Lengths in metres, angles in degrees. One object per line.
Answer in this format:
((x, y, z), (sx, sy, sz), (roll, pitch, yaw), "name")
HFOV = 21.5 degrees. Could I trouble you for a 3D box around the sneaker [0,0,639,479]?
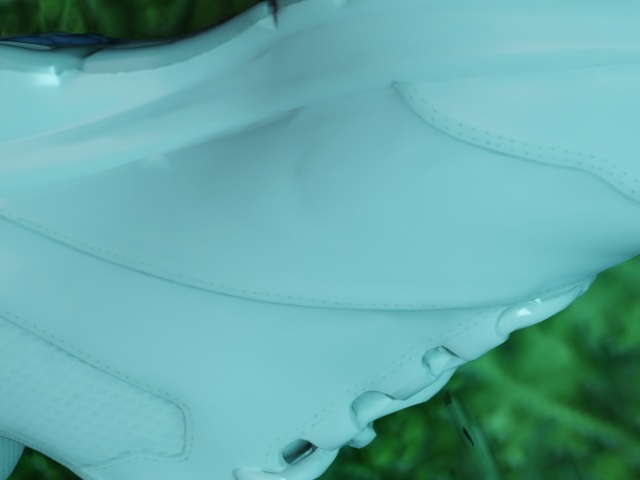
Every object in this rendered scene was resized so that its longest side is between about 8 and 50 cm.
((0.000, 0.000, 0.407), (0.297, 0.111, 0.129), (-8, 93, 30), "sneaker")
